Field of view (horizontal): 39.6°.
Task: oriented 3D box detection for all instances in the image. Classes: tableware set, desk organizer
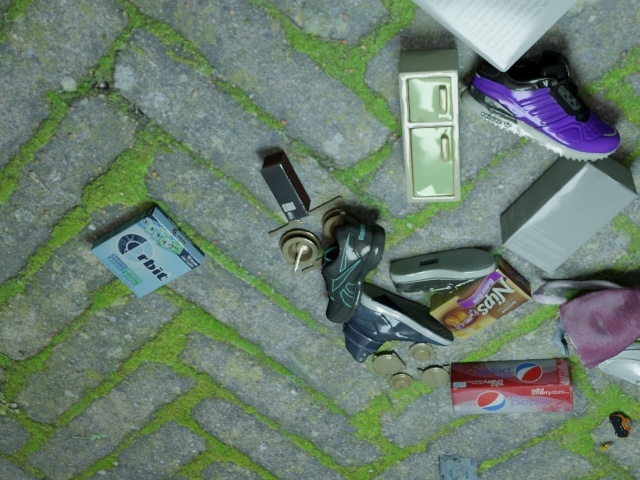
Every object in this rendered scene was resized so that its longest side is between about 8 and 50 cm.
[{"bbox_3d":[0.000,0.000,1.814,0.194,0.039,0.128,-27,120,26],"label":"tableware set"},{"bbox_3d":[0.207,0.293,2.026,0.169,0.020,0.141,-15,126,17],"label":"tableware set"},{"bbox_3d":[-0.066,-0.105,1.734,0.047,0.050,0.130,-16,124,19],"label":"desk organizer"}]

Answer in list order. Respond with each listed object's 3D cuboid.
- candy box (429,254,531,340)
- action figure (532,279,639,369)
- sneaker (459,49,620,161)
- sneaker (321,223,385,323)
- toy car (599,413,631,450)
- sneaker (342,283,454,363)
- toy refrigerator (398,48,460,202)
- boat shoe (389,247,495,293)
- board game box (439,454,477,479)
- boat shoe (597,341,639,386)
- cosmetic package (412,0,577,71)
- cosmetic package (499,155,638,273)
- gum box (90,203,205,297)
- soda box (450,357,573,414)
[{"bbox_3d":[0.332,0.121,1.854,0.109,0.053,0.187,40,124,-21],"label":"candy box"},{"bbox_3d":[0.653,0.117,1.756,0.370,0.248,0.275,-33,90,29],"label":"action figure"},{"bbox_3d":[0.402,-0.243,1.530,0.293,0.102,0.146,20,127,-7],"label":"sneaker"},{"bbox_3d":[0.045,0.062,1.808,0.106,0.101,0.267,11,129,-13],"label":"sneaker"},{"bbox_3d":[0.684,0.442,2.077,0.040,0.060,0.122,-22,157,-30],"label":"toy car"},{"bbox_3d":[0.158,0.207,1.914,0.226,0.086,0.163,26,116,0],"label":"sneaker"},{"bbox_3d":[0.199,-0.199,1.597,0.102,0.094,0.269,-1,127,9],"label":"toy refrigerator"},{"bbox_3d":[0.252,0.068,1.814,0.219,0.078,0.070,-6,126,22],"label":"boat shoe"},{"bbox_3d":[0.336,0.567,2.174,0.090,0.090,0.020,5,124,4],"label":"board game box"},{"bbox_3d":[0.721,0.282,1.903,0.258,0.084,0.095,6,128,3],"label":"boat shoe"},{"bbox_3d":[0.184,-0.491,1.330,0.453,0.161,0.230,34,125,-18],"label":"cosmetic package"},{"bbox_3d":[0.459,-0.063,1.665,0.127,0.107,0.238,32,122,-16],"label":"cosmetic package"},{"bbox_3d":[-0.366,0.026,1.884,0.184,0.041,0.157,-27,119,25],"label":"gum box"},{"bbox_3d":[0.424,0.327,1.981,0.263,0.083,0.092,-4,127,12],"label":"soda box"}]
